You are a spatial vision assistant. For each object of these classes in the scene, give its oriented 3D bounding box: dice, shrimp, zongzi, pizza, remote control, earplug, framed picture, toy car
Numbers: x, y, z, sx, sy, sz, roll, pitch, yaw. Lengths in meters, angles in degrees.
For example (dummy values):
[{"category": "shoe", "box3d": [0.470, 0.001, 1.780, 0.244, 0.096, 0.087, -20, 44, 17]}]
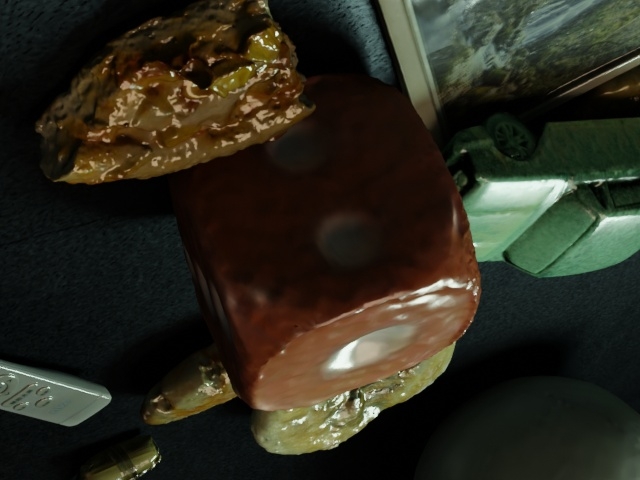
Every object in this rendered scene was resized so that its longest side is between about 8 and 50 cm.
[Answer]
[{"category": "dice", "box3d": [0.000, 0.000, 1.245, 0.175, 0.179, 0.174, -18, 158, -9]}, {"category": "shrimp", "box3d": [-0.022, 0.089, 1.582, 0.294, 0.062, 0.154, -21, 170, -6]}, {"category": "zongzi", "box3d": [-0.190, 0.212, 1.693, 0.076, 0.040, 0.083, -25, 171, -21]}, {"category": "pizza", "box3d": [-0.068, -0.096, 1.104, 0.182, 0.062, 0.161, -8, 146, -36]}, {"category": "remote control", "box3d": [-0.236, 0.114, 1.433, 0.050, 0.027, 0.184, -35, 152, 17]}, {"category": "earplug", "box3d": [0.254, 0.320, 2.078, 0.312, 0.313, 0.394, -23, 156, -10]}, {"category": "framed picture", "box3d": [0.159, -0.164, 1.260, 0.240, 0.020, 0.324, -27, 158, -1]}, {"category": "toy car", "box3d": [0.206, -0.036, 1.427, 0.320, 0.097, 0.141, -5, 151, -36]}]

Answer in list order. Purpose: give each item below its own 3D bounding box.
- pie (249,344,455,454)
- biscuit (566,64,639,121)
[{"category": "pie", "box3d": [0.026, 0.128, 1.724, 0.218, 0.052, 0.185, -33, 152, 9]}, {"category": "biscuit", "box3d": [0.313, -0.124, 1.512, 0.254, 0.029, 0.172, -21, 158, -12]}]
